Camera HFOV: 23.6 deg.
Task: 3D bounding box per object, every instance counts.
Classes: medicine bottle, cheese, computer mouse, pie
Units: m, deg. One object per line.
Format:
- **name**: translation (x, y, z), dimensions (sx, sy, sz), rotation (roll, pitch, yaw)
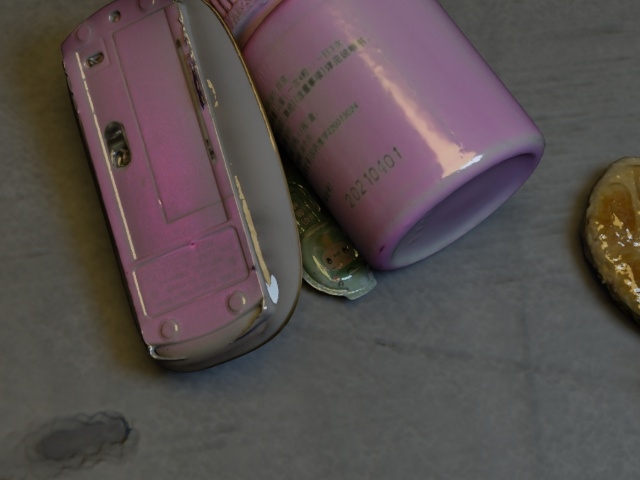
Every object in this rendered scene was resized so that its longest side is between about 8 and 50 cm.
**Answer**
- **medicine bottle**: translation (0.033, -0.135, 1.268), dimensions (0.178, 0.178, 0.290), rotation (-31, 73, -20)
- **cheese**: translation (0.000, 0.000, 1.286), dimensions (0.067, 0.026, 0.120), rotation (-35, 76, -21)
- **computer mouse**: translation (-0.113, -0.050, 1.227), dimensions (0.158, 0.072, 0.310), rotation (-23, 77, 21)
- **pie**: translation (0.321, 0.006, 1.327), dimensions (0.195, 0.046, 0.195), rotation (4, 65, -7)
